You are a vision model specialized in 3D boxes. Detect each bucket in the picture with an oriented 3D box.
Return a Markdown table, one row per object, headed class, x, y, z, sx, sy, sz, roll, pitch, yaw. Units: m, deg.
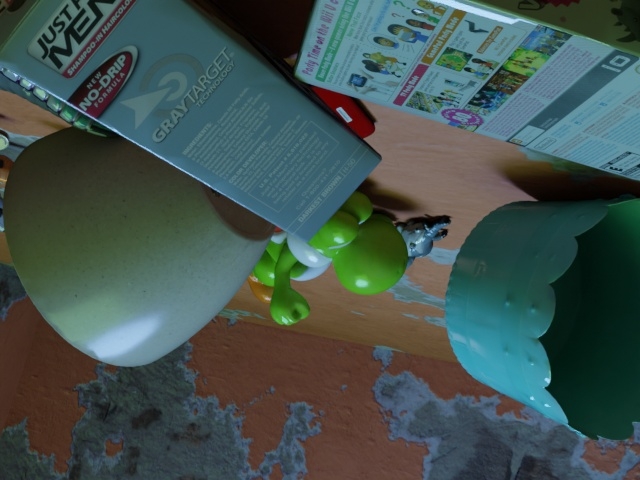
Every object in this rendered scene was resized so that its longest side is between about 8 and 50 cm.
| class | x | y | z | sx | sy | sz | roll | pitch | yaw |
| --- | --- | --- | --- | --- | --- | --- | --- | --- | --- |
| bucket | 0.296 | 0.079 | 1.171 | 0.281 | 0.281 | 0.183 | 24 | 174 | -34 |

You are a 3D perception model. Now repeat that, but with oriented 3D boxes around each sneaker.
| class | x | y | z | sx | sy | sz | roll | pitch | yaw |
| --- | --- | --- | --- | --- | --- | --- | --- | --- | --- |
| sneaker | -0.326 | -0.191 | 1.155 | 0.224 | 0.083 | 0.098 | 35 | 155 | -32 |

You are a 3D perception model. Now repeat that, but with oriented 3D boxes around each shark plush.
| class | x | y | z | sx | sy | sz | roll | pitch | yaw |
| --- | --- | --- | --- | --- | --- | --- | --- | --- | --- |
| shark plush | 0.159 | -0.013 | 1.499 | 0.067 | 0.073 | 0.161 | -1 | 151 | -15 |

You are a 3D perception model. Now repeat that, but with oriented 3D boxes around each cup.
| class | x | y | z | sx | sy | sz | roll | pitch | yaw |
| --- | --- | --- | --- | --- | --- | --- | --- | --- | --- |
| cup | -0.195 | -0.033 | 1.274 | 0.237 | 0.331 | 0.331 | -25 | 148 | 27 |

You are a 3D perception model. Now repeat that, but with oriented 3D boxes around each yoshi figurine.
| class | x | y | z | sx | sy | sz | roll | pitch | yaw |
| --- | --- | --- | --- | --- | --- | --- | --- | --- | --- |
| yoshi figurine | 0.013 | 0.025 | 1.504 | 0.203 | 0.203 | 0.362 | 3 | 170 | -19 |

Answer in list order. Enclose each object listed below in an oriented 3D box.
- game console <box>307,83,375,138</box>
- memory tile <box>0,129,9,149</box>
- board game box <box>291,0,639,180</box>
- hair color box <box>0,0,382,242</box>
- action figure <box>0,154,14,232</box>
| class | x | y | z | sx | sy | sz | roll | pitch | yaw |
| --- | --- | --- | --- | --- | --- | --- | --- | --- | --- |
| game console | -0.024 | -0.156 | 1.094 | 0.124 | 0.085 | 0.144 | -22 | 156 | 15 |
| memory tile | -0.566 | -0.149 | 1.542 | 0.148 | 0.012 | 0.113 | -29 | 135 | 23 |
| board game box | 0.146 | -0.148 | 0.716 | 0.303 | 0.097 | 0.224 | 16 | 168 | -6 |
| hair color box | -0.122 | -0.149 | 0.820 | 0.185 | 0.113 | 0.374 | 48 | -169 | 37 |
| action figure | -0.617 | -0.110 | 1.663 | 0.330 | 0.178 | 0.341 | 11 | 166 | -28 |
